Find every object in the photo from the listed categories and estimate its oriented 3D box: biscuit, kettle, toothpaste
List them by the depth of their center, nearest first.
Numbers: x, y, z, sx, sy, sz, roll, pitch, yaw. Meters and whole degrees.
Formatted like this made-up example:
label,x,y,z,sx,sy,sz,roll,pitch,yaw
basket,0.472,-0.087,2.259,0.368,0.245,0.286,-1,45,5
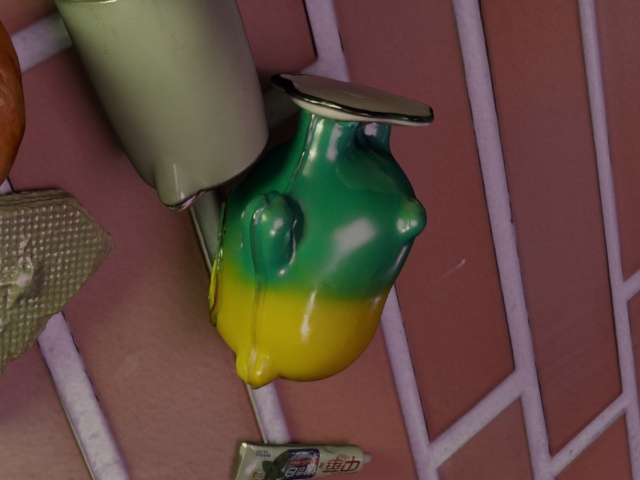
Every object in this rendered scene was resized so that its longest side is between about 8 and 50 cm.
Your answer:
label,x,y,z,sx,sy,sz,roll,pitch,yaw
biscuit,-0.324,0.050,1.409,0.252,0.052,0.150,-50,135,-16
kettle,-0.138,-0.195,1.415,0.240,0.165,0.255,-67,147,-42
toothpaste,-0.018,0.285,1.831,0.233,0.038,0.060,6,102,-43

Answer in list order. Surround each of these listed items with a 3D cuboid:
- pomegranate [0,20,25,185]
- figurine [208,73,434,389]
label,x,y,z,sx,sy,sz,roll,pitch,yaw
pomegranate,-0.343,-0.115,1.198,0.215,0.215,0.215,-21,122,-37
figurine,0.000,0.000,1.576,0.323,0.231,0.340,-16,123,-61
